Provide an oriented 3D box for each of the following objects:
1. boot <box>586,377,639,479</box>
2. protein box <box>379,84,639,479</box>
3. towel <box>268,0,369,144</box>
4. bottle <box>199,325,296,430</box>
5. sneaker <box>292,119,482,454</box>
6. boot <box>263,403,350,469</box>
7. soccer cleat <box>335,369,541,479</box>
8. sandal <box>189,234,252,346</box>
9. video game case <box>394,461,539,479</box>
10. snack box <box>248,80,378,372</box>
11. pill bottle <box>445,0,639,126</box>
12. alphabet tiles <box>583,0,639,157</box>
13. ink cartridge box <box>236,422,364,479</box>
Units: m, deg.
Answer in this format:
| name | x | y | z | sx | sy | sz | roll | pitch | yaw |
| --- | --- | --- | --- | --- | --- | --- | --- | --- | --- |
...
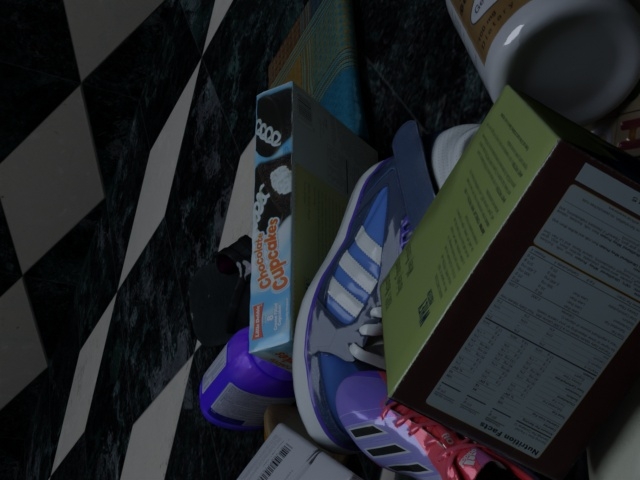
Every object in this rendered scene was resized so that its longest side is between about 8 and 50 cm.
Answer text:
| name | x | y | z | sx | sy | sz | roll | pitch | yaw |
| --- | --- | --- | --- | --- | --- | --- | --- | --- | --- |
| boot | 0.242 | 0.150 | 0.581 | 0.213 | 0.077 | 0.165 | -34 | 45 | 57 |
| protein box | 0.152 | 0.021 | 0.665 | 0.201 | 0.136 | 0.200 | -59 | 8 | 17 |
| towel | -0.012 | -0.207 | 1.368 | 0.271 | 0.040 | 0.370 | -48 | 35 | 47 |
| bottle | -0.069 | 0.161 | 1.175 | 0.283 | 0.118 | 0.092 | 127 | 149 | -54 |
| sneaker | 0.100 | 0.040 | 0.843 | 0.236 | 0.130 | 0.322 | -15 | 54 | 58 |
| boot | -0.028 | 0.341 | 1.040 | 0.295 | 0.104 | 0.211 | 51 | 126 | 59 |
| soccer cleat | 0.105 | 0.173 | 0.737 | 0.248 | 0.083 | 0.095 | 39 | 159 | 33 |
| sandal | -0.109 | 0.077 | 1.309 | 0.446 | 0.107 | 0.167 | -29 | 67 | 55 |
| video game case | 0.127 | 0.235 | 0.847 | 0.204 | 0.025 | 0.285 | -15 | 64 | 63 |
| snack box | 0.000 | 0.000 | 1.047 | 0.060 | 0.187 | 0.321 | -18 | 57 | 30 |
| pill bottle | 0.181 | -0.210 | 0.803 | 0.131 | 0.131 | 0.229 | -59 | 29 | 35 |
| alphabet tiles | 0.256 | -0.181 | 0.796 | 0.198 | 0.009 | 0.237 | -6 | 72 | 65 |
| ink cartridge box | -0.023 | 0.270 | 0.819 | 0.160 | 0.093 | 0.219 | -52 | 15 | -11 |
